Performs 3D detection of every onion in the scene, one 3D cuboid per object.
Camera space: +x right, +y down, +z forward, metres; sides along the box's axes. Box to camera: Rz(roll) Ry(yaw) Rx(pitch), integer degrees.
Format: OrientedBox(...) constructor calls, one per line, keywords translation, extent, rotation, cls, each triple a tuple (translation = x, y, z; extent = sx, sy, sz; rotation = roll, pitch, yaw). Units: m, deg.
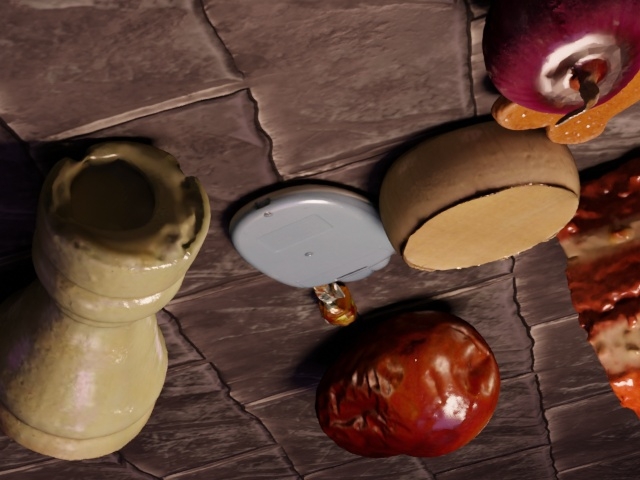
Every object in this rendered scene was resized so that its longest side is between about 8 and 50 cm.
OrientedBox(translation=(0.251, -0.205, 1.487), extent=(0.177, 0.153, 0.177), rotation=(-21, 128, -28), cls="onion")

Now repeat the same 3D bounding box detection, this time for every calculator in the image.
OrientedBox(translation=(0.000, 0.000, 1.917), extent=(0.188, 0.042, 0.303), rotation=(-24, 150, 21), cls="calculator")

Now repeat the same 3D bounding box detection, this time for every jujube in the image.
OrientedBox(translation=(0.130, 0.229, 2.269), extent=(0.223, 0.223, 0.318), rotation=(7, 156, -38), cls="jujube")

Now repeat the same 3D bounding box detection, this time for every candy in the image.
OrientedBox(translation=(0.022, 0.095, 2.125), extent=(0.053, 0.046, 0.182), rotation=(-13, 157, 5), cls="candy")

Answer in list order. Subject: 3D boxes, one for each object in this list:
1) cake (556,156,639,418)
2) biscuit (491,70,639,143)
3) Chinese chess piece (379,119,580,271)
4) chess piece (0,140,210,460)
OrientedBox(translation=(0.484, 0.057, 1.947), extent=(0.269, 0.319, 0.270), rotation=(-21, 155, 18), cls="cake")
OrientedBox(translation=(0.358, -0.206, 1.653), extent=(0.324, 0.049, 0.205), rotation=(-31, 151, 36), cls="biscuit")
OrientedBox(translation=(0.197, -0.052, 1.836), extent=(0.250, 0.103, 0.250), rotation=(-12, 156, -5), cls="Chinese chess piece")
OrientedBox(translation=(-0.264, 0.070, 1.752), extent=(0.234, 0.234, 0.442), rotation=(-2, 148, -22), cls="chess piece")
